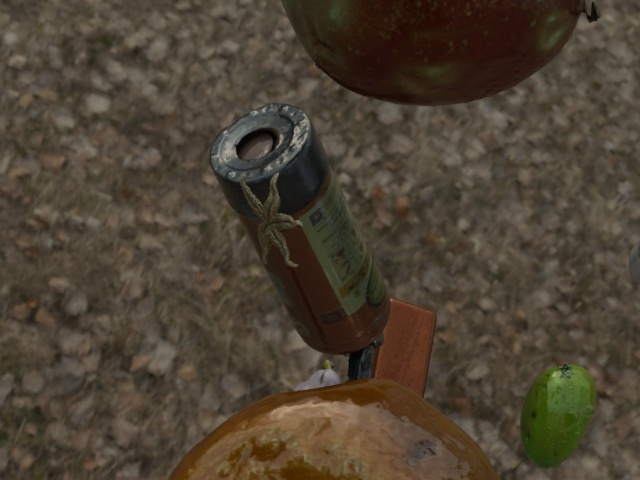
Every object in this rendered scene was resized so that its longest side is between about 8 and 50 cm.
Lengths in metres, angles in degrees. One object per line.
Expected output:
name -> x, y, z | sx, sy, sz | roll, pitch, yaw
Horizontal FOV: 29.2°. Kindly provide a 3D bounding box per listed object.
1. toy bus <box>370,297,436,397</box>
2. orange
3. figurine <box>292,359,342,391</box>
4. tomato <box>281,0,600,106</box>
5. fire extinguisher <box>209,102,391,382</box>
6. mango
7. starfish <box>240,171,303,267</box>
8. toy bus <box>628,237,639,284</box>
toy bus -> 0.087, 0.259, 1.687 | 0.093, 0.092, 0.409 | 18, 54, -7
orange -> 0.013, 0.218, 0.782 | 0.249, 0.183, 0.249 | -4, 75, 15
figurine -> 0.013, 0.281, 1.962 | 0.112, 0.137, 0.229 | -11, 23, -19
tomato -> 0.077, -0.253, 0.987 | 0.239, 0.303, 0.303 | -16, 57, -4
fire extinguisher -> 0.009, 0.002, 1.353 | 0.113, 0.376, 0.200 | 3, 49, 28
mango -> 0.375, 0.278, 1.929 | 0.119, 0.178, 0.100 | 5, 19, -30
starfish -> -0.044, -0.016, 1.041 | 0.016, 0.086, 0.092 | -25, 73, -37
toy bus -> 0.271, 0.036, 0.614 | 0.142, 0.142, 0.202 | -37, 80, -13
